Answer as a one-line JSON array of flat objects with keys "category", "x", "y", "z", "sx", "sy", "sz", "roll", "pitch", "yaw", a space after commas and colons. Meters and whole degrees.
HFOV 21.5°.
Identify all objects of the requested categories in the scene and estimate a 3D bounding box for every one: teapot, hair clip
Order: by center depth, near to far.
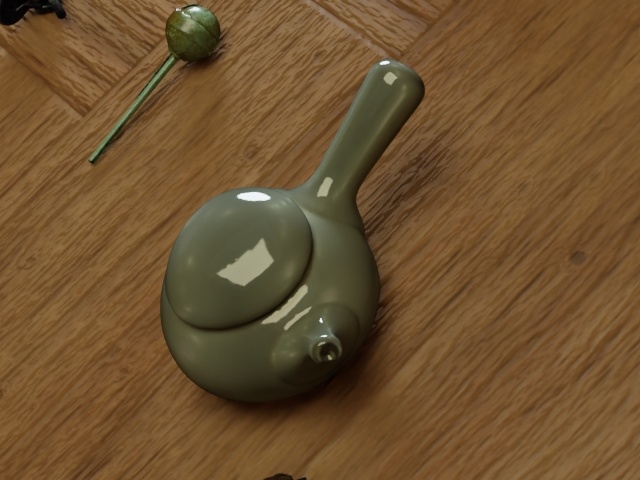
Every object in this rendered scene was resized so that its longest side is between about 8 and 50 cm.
[{"category": "teapot", "x": -0.032, "y": -0.010, "z": 1.529, "sx": 0.220, "sy": 0.149, "sz": 0.318, "roll": 6, "pitch": 64, "yaw": 25}, {"category": "hair clip", "x": -0.304, "y": -0.360, "z": 1.938, "sx": 0.083, "sy": 0.048, "sz": 0.275, "roll": -7, "pitch": 53, "yaw": 22}]

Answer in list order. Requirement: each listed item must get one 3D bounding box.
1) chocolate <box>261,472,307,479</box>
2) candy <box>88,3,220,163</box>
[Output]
[{"category": "chocolate", "x": -0.158, "y": 0.289, "z": 1.453, "sx": 0.329, "sy": 0.065, "sz": 0.102, "roll": -22, "pitch": 53, "yaw": 8}, {"category": "candy", "x": -0.178, "y": -0.161, "z": 1.757, "sx": 0.061, "sy": 0.061, "sz": 0.202, "roll": 37, "pitch": 88, "yaw": 36}]
